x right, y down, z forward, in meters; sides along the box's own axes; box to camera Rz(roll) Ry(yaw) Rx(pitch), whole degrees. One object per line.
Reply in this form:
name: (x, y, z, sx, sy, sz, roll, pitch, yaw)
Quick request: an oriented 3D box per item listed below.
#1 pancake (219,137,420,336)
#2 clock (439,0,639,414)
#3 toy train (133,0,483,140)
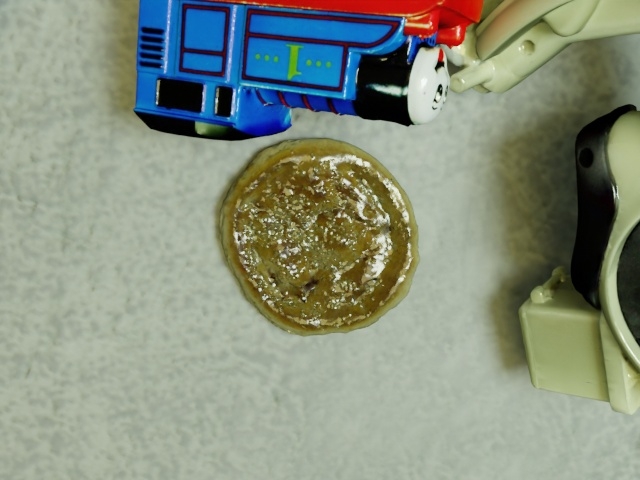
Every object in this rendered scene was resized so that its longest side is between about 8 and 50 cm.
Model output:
pancake: (0.000, 0.000, 0.535, 0.158, 0.028, 0.158, 0, 101, -1)
clock: (0.211, -0.063, 0.431, 0.120, 0.277, 0.378, -29, 109, -42)
toy train: (-0.013, -0.122, 0.441, 0.204, 0.083, 0.131, 12, 103, 24)
